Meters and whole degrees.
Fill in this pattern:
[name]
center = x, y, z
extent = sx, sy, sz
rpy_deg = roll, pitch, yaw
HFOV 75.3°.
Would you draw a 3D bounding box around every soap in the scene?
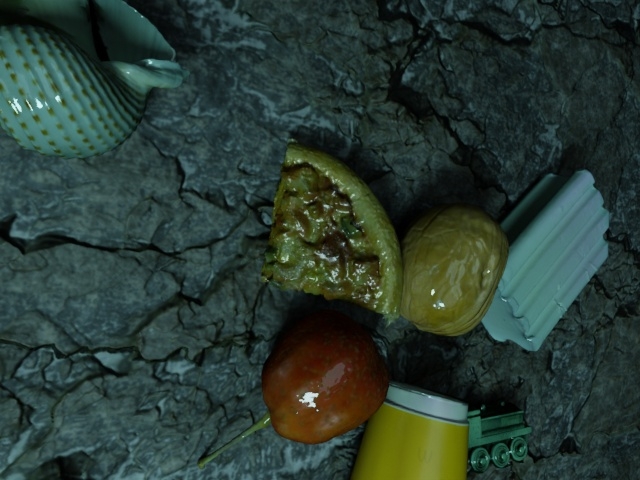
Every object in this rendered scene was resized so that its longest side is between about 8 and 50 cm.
[soap]
center = 0.386, 0.028, 0.734
extent = 0.289, 0.095, 0.173
rpy_deg = -43, 109, -17

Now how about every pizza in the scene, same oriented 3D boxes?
[pizza]
center = 0.000, 0.000, 0.559
extent = 0.197, 0.058, 0.292
rpy_deg = -27, 87, -1

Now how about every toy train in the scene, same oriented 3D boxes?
[toy train]
center = 0.291, 0.332, 0.722
extent = 0.170, 0.071, 0.111
rpy_deg = 1, 85, -24

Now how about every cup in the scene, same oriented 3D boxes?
[cup]
center = 0.124, 0.355, 0.592
extent = 0.196, 0.196, 0.280
rpy_deg = 20, 77, -23

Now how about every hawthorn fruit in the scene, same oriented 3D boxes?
[hawthorn fruit]
center = -0.050, 0.207, 0.532
extent = 0.285, 0.165, 0.165
rpy_deg = -31, 104, -7

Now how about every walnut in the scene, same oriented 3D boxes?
[walnut]
center = 0.185, 0.040, 0.615
extent = 0.165, 0.165, 0.197
rpy_deg = 18, 85, -23

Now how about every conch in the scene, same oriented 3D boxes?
[conch]
center = -0.253, -0.165, 0.432
extent = 0.199, 0.131, 0.172
rpy_deg = -13, 70, -49
